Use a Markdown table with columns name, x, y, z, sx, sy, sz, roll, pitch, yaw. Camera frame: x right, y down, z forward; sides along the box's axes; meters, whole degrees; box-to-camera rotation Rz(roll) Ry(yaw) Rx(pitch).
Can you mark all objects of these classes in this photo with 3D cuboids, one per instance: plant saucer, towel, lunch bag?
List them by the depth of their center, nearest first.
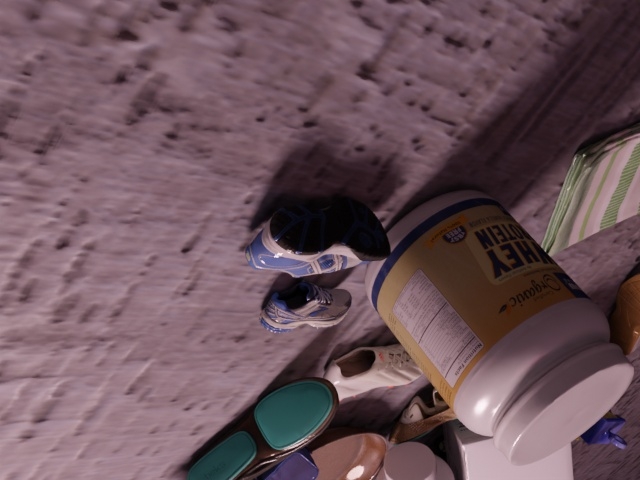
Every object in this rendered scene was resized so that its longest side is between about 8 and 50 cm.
| name | x | y | z | sx | sy | sz | roll | pitch | yaw |
| --- | --- | --- | --- | --- | --- | --- | --- | --- | --- |
| lunch bag | -0.053 | 0.351 | 1.422 | 0.098 | 0.065 | 0.067 | -42 | 114 | -3 |
| towel | 0.506 | -0.105 | 1.459 | 0.325 | 0.038 | 0.247 | -23 | 145 | -21 |
| plant saucer | -0.024 | 0.420 | 1.599 | 0.311 | 0.050 | 0.310 | -24 | 144 | -19 |

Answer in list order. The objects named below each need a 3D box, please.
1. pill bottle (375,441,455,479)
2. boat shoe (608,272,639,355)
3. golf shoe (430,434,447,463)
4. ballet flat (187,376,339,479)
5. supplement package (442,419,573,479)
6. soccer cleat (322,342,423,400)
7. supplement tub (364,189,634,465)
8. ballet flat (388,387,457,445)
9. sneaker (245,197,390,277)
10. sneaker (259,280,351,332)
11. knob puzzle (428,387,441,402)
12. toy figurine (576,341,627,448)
| name | x | y | z | sx | sy | sz | roll | pitch | yaw |
| --- | --- | --- | --- | --- | --- | --- | --- | --- | --- |
| pill bottle | 0.180 | 0.484 | 1.675 | 0.146 | 0.146 | 0.264 | -27 | 129 | -15 |
| boat shoe | 0.651 | 0.129 | 1.835 | 0.096 | 0.098 | 0.277 | -27 | 154 | -16 |
| golf shoe | 0.246 | 0.466 | 1.885 | 0.273 | 0.105 | 0.120 | -23 | 160 | -10 |
| ballet flat | -0.077 | 0.287 | 1.358 | 0.280 | 0.095 | 0.096 | -35 | 158 | 16 |
| supplement package | 0.354 | 0.428 | 1.731 | 0.204 | 0.145 | 0.261 | -12 | 113 | -6 |
| soccer cleat | 0.095 | 0.190 | 1.413 | 0.196 | 0.068 | 0.076 | -15 | 138 | -26 |
| supplement tub | 0.228 | 0.110 | 1.204 | 0.228 | 0.316 | 0.228 | -25 | 145 | -19 |
| ballet flat | 0.203 | 0.298 | 1.645 | 0.206 | 0.073 | 0.067 | -28 | 106 | 11 |
| sneaker | 0.000 | 0.000 | 1.094 | 0.211 | 0.080 | 0.081 | 4 | 151 | -45 |
| sneaker | -0.011 | 0.080 | 1.190 | 0.135 | 0.052 | 0.058 | -12 | 135 | -34 |
| knob puzzle | 0.291 | 0.228 | 1.675 | 0.213 | 0.030 | 0.213 | -24 | 145 | -18 |
| toy figurine | 0.541 | 0.320 | 1.852 | 0.191 | 0.217 | 0.363 | -50 | 146 | 18 |
